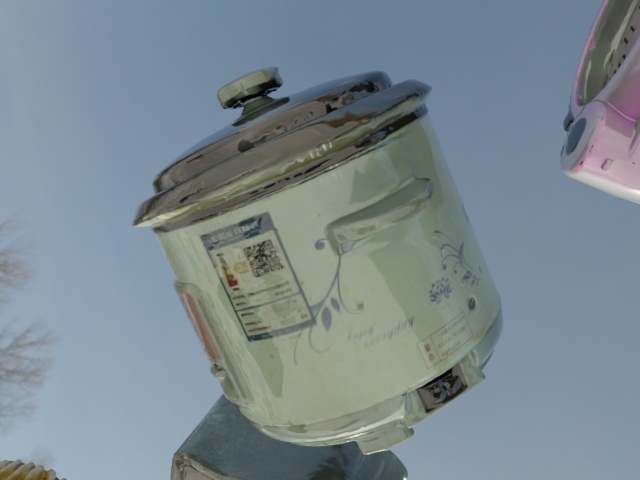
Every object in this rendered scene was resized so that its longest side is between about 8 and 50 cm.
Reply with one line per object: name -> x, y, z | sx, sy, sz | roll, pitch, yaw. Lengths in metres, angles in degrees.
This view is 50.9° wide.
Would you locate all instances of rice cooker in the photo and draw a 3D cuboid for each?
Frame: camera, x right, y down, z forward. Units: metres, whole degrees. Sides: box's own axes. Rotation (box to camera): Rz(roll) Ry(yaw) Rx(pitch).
rice cooker -> 0.000, 0.000, 0.562 | 0.316, 0.264, 0.316 | 55, -18, 28

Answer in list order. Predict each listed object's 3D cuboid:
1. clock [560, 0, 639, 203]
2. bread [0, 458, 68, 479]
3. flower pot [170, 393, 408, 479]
clock -> 0.261, -0.163, 0.497 | 0.090, 0.247, 0.227 | 22, -58, 4
bread -> -0.249, 0.230, 0.458 | 0.191, 0.114, 0.132 | -20, -93, 7
flower pot -> -0.035, 0.253, 0.702 | 0.229, 0.108, 0.103 | 12, -61, 21
